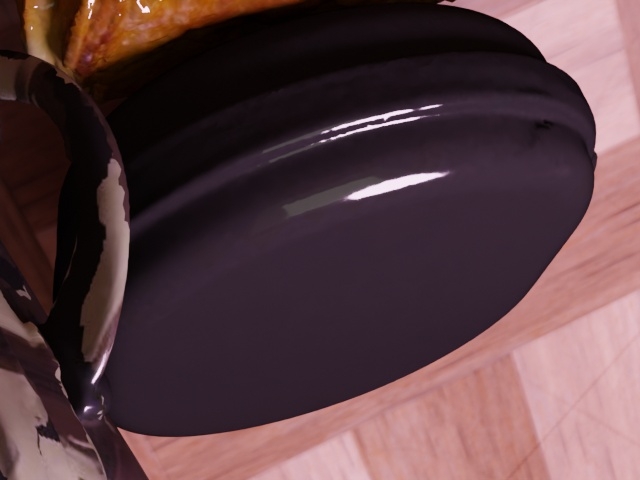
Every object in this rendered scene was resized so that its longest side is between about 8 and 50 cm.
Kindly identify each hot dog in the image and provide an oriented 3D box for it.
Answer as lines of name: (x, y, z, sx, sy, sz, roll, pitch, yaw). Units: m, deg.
hot dog: (-0.006, -0.143, 0.635, 0.259, 0.175, 0.114, -14, 83, -10)

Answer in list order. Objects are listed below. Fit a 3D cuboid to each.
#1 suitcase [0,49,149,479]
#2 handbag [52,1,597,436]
suitcase: (-0.220, 0.055, 0.563, 0.339, 0.351, 0.194, -48, 144, 13)
handbag: (0.000, -0.001, 0.698, 0.254, 0.093, 0.308, -15, 159, -16)
